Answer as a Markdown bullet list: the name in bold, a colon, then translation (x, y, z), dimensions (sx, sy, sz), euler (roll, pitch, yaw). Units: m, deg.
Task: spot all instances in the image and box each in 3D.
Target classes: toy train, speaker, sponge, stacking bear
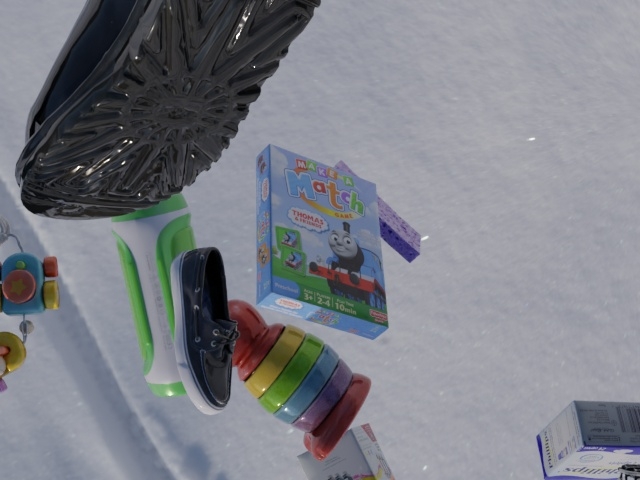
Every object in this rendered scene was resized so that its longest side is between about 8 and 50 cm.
- **toy train**: translation (-0.294, 0.060, 0.814), dimensions (0.125, 0.046, 0.166), euler (35, 78, -2)
- **speaker**: translation (-0.235, 0.082, 1.503), dimensions (0.131, 0.131, 0.297), euler (-8, 98, 21)
- **sponge**: translation (0.096, -0.053, 1.766), dimensions (0.210, 0.117, 0.031), euler (43, 107, -6)
- **stacking bear**: translation (-0.073, 0.212, 1.651), dimensions (0.289, 0.175, 0.164), euler (37, 82, -4)

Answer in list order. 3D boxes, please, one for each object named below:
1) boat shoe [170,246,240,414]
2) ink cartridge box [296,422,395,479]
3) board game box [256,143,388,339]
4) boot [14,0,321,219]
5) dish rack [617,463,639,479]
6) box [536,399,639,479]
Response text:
- **boat shoe**: translation (-0.145, 0.116, 1.322), dimensions (0.076, 0.080, 0.229), euler (-21, 67, 32)
- **ink cartridge box**: translation (0.062, 0.458, 1.866), dimensions (0.127, 0.128, 0.176), euler (-29, 77, 13)
- **board game box**: translation (0.000, 0.000, 1.158), dimensions (0.039, 0.160, 0.212), euler (-43, 39, 42)
- **boot**: translation (-0.129, -0.197, 0.724), dimensions (0.348, 0.131, 0.260), euler (-42, 54, 36)
- **dish rack**: translation (0.369, 0.202, 0.736), dimensions (0.271, 0.208, 0.074), euler (1, 78, 7)
- **box**: translation (0.398, 0.289, 1.408), dimensions (0.126, 0.137, 0.072), euler (4, 57, -13)
